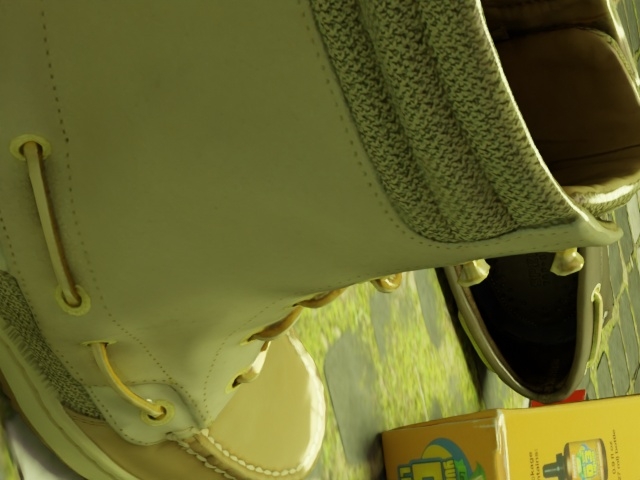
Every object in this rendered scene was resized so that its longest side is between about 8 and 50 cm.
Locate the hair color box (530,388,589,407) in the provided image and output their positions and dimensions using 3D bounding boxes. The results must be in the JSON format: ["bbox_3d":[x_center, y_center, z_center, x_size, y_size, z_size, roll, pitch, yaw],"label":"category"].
[{"bbox_3d":[0.187,0.183,1.068,0.072,0.043,0.141,-74,148,-49],"label":"hair color box"}]

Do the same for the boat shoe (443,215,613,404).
[{"bbox_3d":[0.109,-0.041,0.865,0.096,0.117,0.324,-79,157,-47],"label":"boat shoe"}]

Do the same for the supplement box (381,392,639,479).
[{"bbox_3d":[0.128,0.129,0.827,0.233,0.080,0.078,5,77,-56],"label":"supplement box"}]

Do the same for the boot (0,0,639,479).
[{"bbox_3d":[0.000,0.000,0.435,0.262,0.203,0.095,55,34,-46],"label":"boot"}]
